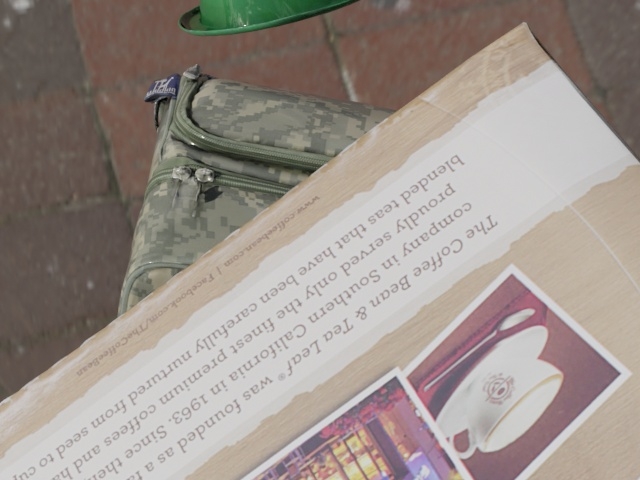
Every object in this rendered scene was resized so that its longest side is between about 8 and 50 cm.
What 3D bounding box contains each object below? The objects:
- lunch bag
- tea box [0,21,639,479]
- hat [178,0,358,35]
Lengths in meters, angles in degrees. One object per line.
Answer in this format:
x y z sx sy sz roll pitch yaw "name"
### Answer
0.000 0.000 1.306 0.305 0.212 0.256 10 49 0 "lunch bag"
0.055 0.146 0.724 0.329 0.323 0.220 -36 57 4 "tea box"
-0.061 -0.277 1.393 0.209 0.173 0.183 -22 110 -24 "hat"
